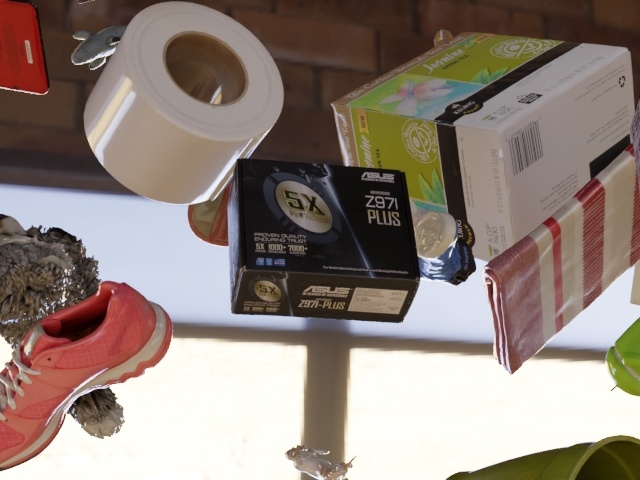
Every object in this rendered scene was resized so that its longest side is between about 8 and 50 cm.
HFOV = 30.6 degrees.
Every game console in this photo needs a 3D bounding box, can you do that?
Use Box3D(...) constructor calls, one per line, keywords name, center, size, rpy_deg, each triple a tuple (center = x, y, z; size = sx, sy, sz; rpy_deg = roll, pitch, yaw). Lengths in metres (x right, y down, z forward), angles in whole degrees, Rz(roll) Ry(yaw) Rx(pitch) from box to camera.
Box3D(name="game console", center=(-0.408, -0.278, 1.533), size=(0.124, 0.085, 0.144), rpy_deg=(10, 136, 7))

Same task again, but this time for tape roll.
Box3D(name="tape roll", center=(-0.196, -0.196, 1.675), size=(0.246, 0.246, 0.169), rpy_deg=(9, 144, -28))

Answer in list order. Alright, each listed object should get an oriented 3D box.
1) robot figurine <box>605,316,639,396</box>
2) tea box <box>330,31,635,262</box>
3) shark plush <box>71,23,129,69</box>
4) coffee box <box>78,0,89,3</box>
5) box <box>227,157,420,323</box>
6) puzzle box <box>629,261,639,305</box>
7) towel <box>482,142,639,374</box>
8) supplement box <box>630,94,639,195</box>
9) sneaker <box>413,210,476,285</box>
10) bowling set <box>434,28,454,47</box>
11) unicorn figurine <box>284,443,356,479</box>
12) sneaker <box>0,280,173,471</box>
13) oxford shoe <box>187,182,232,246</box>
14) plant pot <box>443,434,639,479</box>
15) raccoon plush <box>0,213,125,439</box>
Box3D(name="robot figurine", center=(0.343, 0.114, 1.209), size=(0.115, 0.067, 0.101), rpy_deg=(-50, 161, 20))
Box3D(name="tea box", center=(0.252, -0.151, 1.770), size=(0.323, 0.220, 0.329), rpy_deg=(15, -144, 43))
Box3D(name="shark plush", center=(-0.369, -0.352, 2.094), size=(0.161, 0.073, 0.067), rpy_deg=(-16, -165, -8))
Box3D(name="coffee box", center=(-0.289, -0.459, 1.560), size=(0.141, 0.246, 0.098), rpy_deg=(-13, -157, 3))
Box3D(name="box", center=(0.000, 0.000, 1.188), size=(0.180, 0.147, 0.077), rpy_deg=(4, 140, -11))
Box3D(name="puzzle box", center=(0.699, 0.008, 1.797), size=(0.409, 0.272, 0.052), rpy_deg=(12, -160, 23))
Box3D(name="towel", center=(0.319, -0.005, 1.364), size=(0.329, 0.037, 0.237), rpy_deg=(-39, 148, -14))
Box3D(name="supplement box", center=(0.294, -0.154, 0.856), size=(0.073, 0.130, 0.239), rpy_deg=(11, 121, 4))
Box3D(name="sneaker", center=(0.144, 0.010, 1.324), size=(0.085, 0.058, 0.152), rpy_deg=(8, 156, -15))
Box3D(name="bowling set", center=(0.315, -0.271, 2.243), size=(0.200, 0.287, 0.154), rpy_deg=(-6, -156, 10))
Box3D(name="unicorn figurine", center=(0.010, 0.374, 1.930), size=(0.162, 0.060, 0.111), rpy_deg=(2, 173, 29))
Box3D(name="sneaker", center=(-0.335, 0.150, 1.399), size=(0.314, 0.116, 0.136), rpy_deg=(-37, 144, -6))
Box3D(name="oxford shoe", center=(-0.024, -0.031, 2.026), size=(0.397, 0.140, 0.146), rpy_deg=(12, 179, 2))
Box3D(name="plant pot", center=(0.376, 0.519, 2.004), size=(0.366, 0.366, 0.353), rpy_deg=(14, 163, -40))
Box3D(name="raccoon plush", center=(-0.411, 0.150, 1.894), size=(0.216, 0.446, 0.299), rpy_deg=(-39, -164, -5))
